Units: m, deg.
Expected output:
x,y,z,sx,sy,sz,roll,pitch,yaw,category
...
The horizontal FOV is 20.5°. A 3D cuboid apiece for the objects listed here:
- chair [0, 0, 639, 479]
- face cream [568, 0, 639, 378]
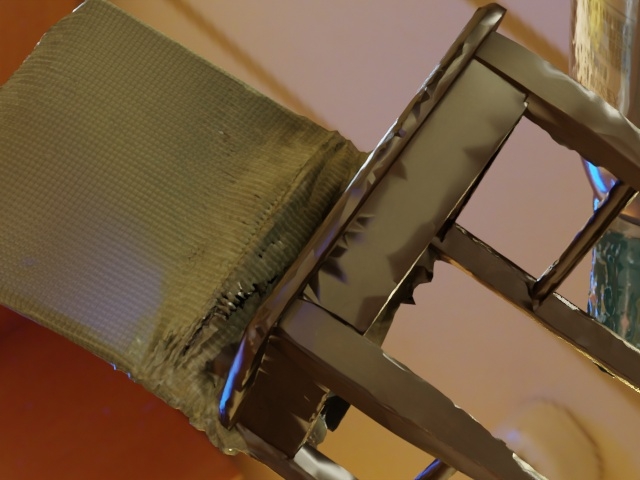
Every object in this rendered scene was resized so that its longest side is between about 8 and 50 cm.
x,y,z,sx,sy,sz,roll,pitch,yaw,category
0.000,0.000,0.663,0.319,0.160,0.186,35,-22,5,chair
0.157,-0.093,0.792,0.163,0.080,0.337,-104,-169,-64,face cream
